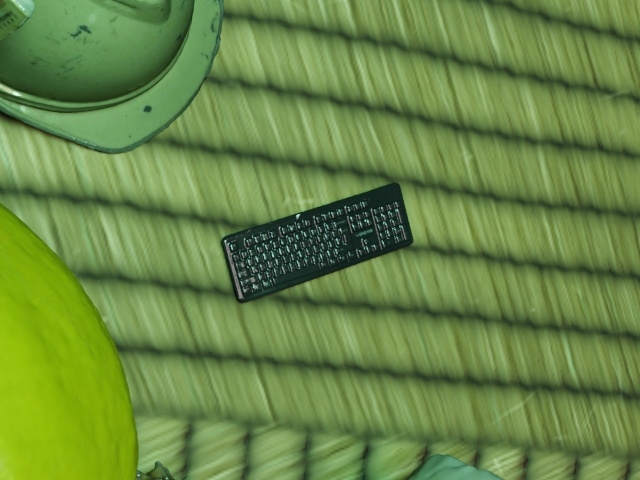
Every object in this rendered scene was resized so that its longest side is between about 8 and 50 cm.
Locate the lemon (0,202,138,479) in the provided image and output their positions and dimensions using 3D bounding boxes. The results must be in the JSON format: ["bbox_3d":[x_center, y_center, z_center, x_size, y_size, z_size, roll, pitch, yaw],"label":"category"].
[{"bbox_3d":[-0.268,0.110,0.884,0.348,0.348,0.348,-1,92,-26],"label":"lemon"}]

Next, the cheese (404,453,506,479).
[{"bbox_3d":[0.127,0.330,1.112,0.153,0.292,0.332,-31,116,-23],"label":"cheese"}]

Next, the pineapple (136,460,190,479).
[{"bbox_3d":[-0.127,0.222,1.049,0.166,0.166,0.193,-23,99,-24],"label":"pineapple"}]

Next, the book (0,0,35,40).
[{"bbox_3d":[-0.279,-0.178,0.958,0.192,0.168,0.013,44,57,-20],"label":"book"}]

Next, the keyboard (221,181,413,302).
[{"bbox_3d":[0.000,0.000,1.186,0.155,0.010,0.053,-19,99,-25],"label":"keyboard"}]

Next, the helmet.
[{"bbox_3d":[-0.154,-0.177,1.034,0.257,0.137,0.204,35,76,-23],"label":"helmet"}]
